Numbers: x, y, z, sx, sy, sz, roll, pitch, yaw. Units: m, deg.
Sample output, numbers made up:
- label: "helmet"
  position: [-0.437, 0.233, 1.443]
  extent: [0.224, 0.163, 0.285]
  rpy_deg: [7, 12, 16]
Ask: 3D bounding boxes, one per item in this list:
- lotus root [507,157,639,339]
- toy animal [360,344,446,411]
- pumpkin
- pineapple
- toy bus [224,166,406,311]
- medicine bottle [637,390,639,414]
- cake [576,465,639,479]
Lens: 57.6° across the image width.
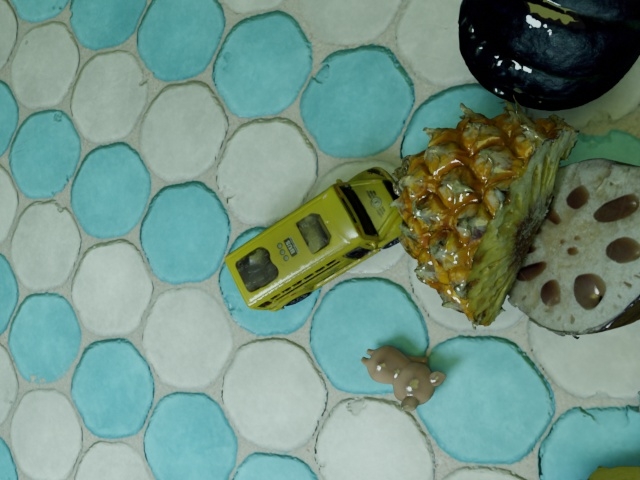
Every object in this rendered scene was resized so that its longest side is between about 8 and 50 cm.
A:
- label: "lotus root"
  position: [0.419, 0.013, 0.863]
  extent: [0.272, 0.191, 0.272]
  rpy_deg: [-12, 75, 51]
- label: "toy animal"
  position: [0.139, 0.236, 1.017]
  extent: [0.150, 0.089, 0.084]
  rpy_deg: [25, 99, 30]
- label: "pumpkin"
  position: [0.352, -0.362, 0.822]
  extent: [0.266, 0.363, 0.364]
  rpy_deg: [30, 98, 13]
- label: "pineapple"
  position: [0.167, -0.066, 0.874]
  extent: [0.286, 0.208, 0.345]
  rpy_deg: [31, 107, 40]
- label: "toy bus"
  position: [0.000, 0.000, 1.051]
  extent: [0.331, 0.151, 0.145]
  rpy_deg: [-33, 76, 16]
- label: "medicine bottle"
  position: [0.676, 0.239, 0.787]
  extent: [0.425, 0.108, 0.108]
  rpy_deg: [-11, 82, 20]
- label: "cake"
  position: [0.432, 0.453, 0.778]
  extent: [0.286, 0.222, 0.228]
  rpy_deg: [-22, 93, 47]
